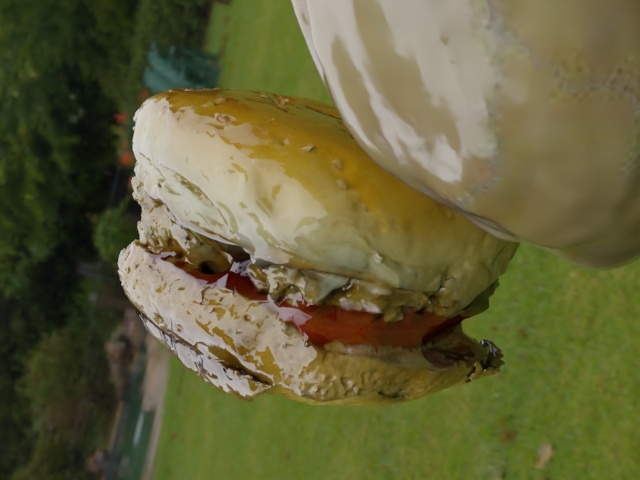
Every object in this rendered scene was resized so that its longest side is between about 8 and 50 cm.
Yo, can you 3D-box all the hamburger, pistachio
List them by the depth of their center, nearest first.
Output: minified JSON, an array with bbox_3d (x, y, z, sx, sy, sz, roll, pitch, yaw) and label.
[{"bbox_3d":[0.077,-0.116,0.499,0.293,0.181,0.162,66,171,-17],"label":"pistachio"},{"bbox_3d":[0.000,0.000,0.730,0.244,0.244,0.163,-123,40,-75],"label":"hamburger"}]
